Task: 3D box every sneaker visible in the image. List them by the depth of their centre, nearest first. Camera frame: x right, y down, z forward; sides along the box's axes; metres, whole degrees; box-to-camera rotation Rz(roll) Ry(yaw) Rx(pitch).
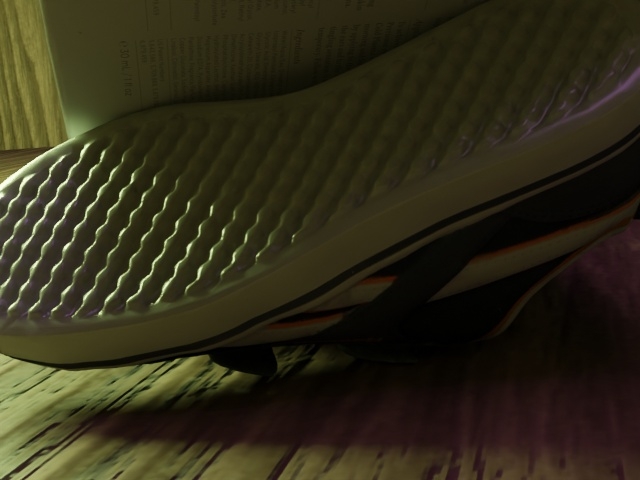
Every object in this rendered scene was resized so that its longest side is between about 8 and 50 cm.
[{"bbox_3d":[0.000,0.000,0.506,0.321,0.126,0.127,-17,-37,9],"label":"sneaker"}]

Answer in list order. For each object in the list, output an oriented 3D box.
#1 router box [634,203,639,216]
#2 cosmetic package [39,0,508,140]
[{"bbox_3d":[0.246,-0.071,0.921,0.038,0.092,0.122,-6,9,-8],"label":"router box"},{"bbox_3d":[0.013,-0.098,0.570,0.284,0.097,0.377,-4,-27,-8],"label":"cosmetic package"}]
